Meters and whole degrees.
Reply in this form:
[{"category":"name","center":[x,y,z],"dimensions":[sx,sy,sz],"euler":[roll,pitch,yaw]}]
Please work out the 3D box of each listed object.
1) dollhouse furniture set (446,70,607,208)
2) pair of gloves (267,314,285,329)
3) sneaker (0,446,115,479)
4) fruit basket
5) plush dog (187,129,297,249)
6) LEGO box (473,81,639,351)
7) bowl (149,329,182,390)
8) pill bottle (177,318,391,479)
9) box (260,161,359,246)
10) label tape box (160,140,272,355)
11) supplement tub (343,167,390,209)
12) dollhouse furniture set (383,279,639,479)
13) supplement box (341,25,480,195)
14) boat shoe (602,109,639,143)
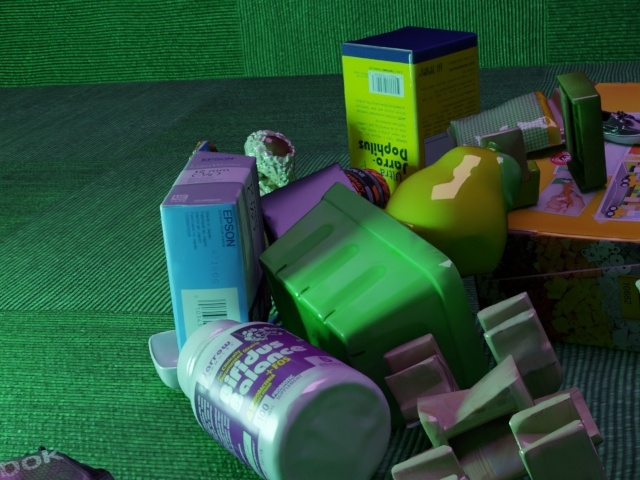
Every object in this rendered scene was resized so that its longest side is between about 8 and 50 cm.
[{"category":"dollhouse furniture set","center":[0.302,-0.193,1.844],"dimensions":[0.197,0.151,0.301],"euler":[-13,30,2]},{"category":"pair of gloves","center":[-0.033,0.157,1.840],"dimensions":[0.159,0.023,0.198],"euler":[-17,22,-34]},{"category":"sneaker","center":[-0.360,0.302,1.389],"dimensions":[0.276,0.098,0.135],"euler":[0,20,10]},{"category":"fruit basket","center":[0.139,0.043,1.672],"dimensions":[0.392,0.283,0.392],"euler":[-14,29,8]},{"category":"plush dog","center":[-0.168,-0.071,2.301],"dimensions":[0.225,0.262,0.210],"euler":[5,-14,2]},{"category":"LEGO box","center":[0.499,-0.055,1.875],"dimensions":[0.372,0.193,0.500],"euler":[6,36,29]},{"category":"bowl","center":[-0.179,0.176,1.775],"dimensions":[0.142,0.053,0.142],"euler":[-10,18,-12]},{"category":"pill bottle","center":[-0.060,0.198,1.495],"dimensions":[0.169,0.169,0.301],"euler":[-16,21,-29]},{"category":"box","center":[0.000,0.000,1.908],"dimensions":[0.153,0.207,0.108],"euler":[-24,51,-8]},{"category":"label tape box","center":[-0.140,0.009,1.783],"dimensions":[0.115,0.249,0.348],"euler":[-3,19,8]},{"category":"supplement tub","center":[0.035,-0.065,2.201],"dimensions":[0.117,0.117,0.190],"euler":[11,26,41]},{"category":"dollhouse furniture set","center":[0.295,0.231,1.336],"dimensions":[0.394,0.256,0.362],"euler":[-25,16,8]},{"category":"supplement box","center":[0.186,-0.230,2.386],"dimensions":[0.194,0.357,0.195],"euler":[-21,25,-39]},{"category":"boat shoe","center":[0.461,-0.182,1.869],"dimensions":[0.142,0.040,0.049],"euler":[13,39,38]}]
